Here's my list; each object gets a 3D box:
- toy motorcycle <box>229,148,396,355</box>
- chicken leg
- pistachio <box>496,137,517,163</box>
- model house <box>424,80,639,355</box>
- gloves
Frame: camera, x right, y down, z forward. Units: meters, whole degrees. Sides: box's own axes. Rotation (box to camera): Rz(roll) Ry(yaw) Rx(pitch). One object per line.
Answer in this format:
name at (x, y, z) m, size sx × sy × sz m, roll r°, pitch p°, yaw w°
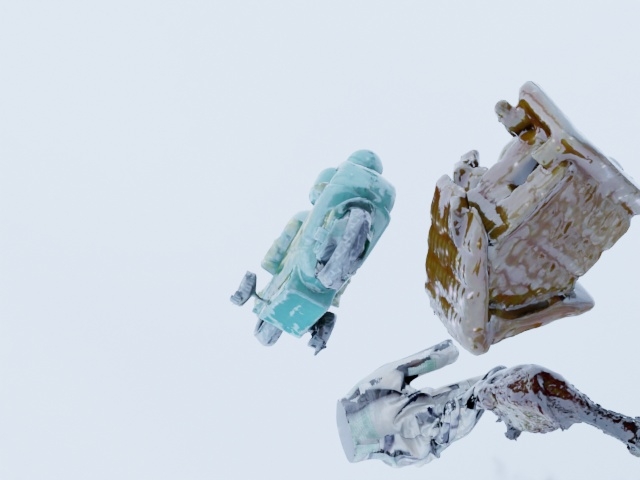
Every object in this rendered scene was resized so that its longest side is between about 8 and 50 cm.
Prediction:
toy motorcycle at (-0.001, 0.001, 1.895) m, size 0.109 × 0.198 × 0.296 m, roll 28°, pitch -30°, yaw -8°
chicken leg at (0.236, 0.170, 1.858) m, size 0.106 × 0.051 × 0.253 m, roll 46°, pitch -20°, yaw -26°
pistachio at (0.311, -0.078, 2.719) m, size 0.126 × 0.108 × 0.185 m, roll -58°, pitch -139°, yaw 43°
model house at (0.176, -0.019, 1.736) m, size 0.219 × 0.229 × 0.199 m, roll 39°, pitch 5°, yaw -38°
gloves at (0.129, 0.200, 2.218) m, size 0.127 × 0.212 × 0.111 m, roll -121°, pitch -154°, yaw -57°
